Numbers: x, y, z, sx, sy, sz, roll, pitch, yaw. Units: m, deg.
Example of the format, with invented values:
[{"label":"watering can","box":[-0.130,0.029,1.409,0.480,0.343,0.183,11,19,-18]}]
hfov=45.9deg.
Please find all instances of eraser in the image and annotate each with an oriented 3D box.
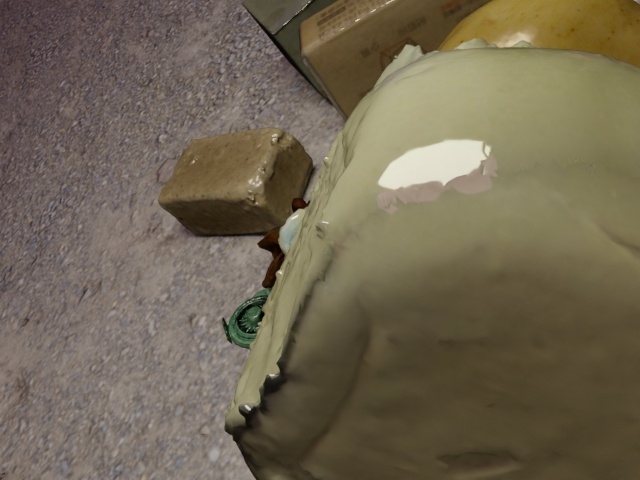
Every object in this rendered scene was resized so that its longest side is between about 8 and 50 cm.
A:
[{"label":"eraser","box":[0.151,-0.261,0.859,0.343,0.144,0.078,-26,41,18]}]

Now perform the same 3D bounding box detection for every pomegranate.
[{"label":"pomegranate","box":[0.190,-0.096,0.625,0.233,0.233,0.233,-22,44,23]}]

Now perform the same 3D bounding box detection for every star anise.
[{"label":"star anise","box":[0.000,-0.001,0.814,0.168,0.057,0.168,-23,42,23]}]

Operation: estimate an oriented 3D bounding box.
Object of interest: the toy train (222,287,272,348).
[{"label":"toy train","box":[0.016,0.119,0.670,0.157,0.105,0.253,-25,42,-1]}]

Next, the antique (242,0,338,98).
[{"label":"antique","box":[0.009,-0.294,1.000,0.152,0.148,0.147,-39,39,5]}]

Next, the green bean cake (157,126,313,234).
[{"label":"green bean cake","box":[-0.106,-0.072,0.943,0.179,0.085,0.109,-1,54,40]}]

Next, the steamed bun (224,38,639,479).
[{"label":"steamed bun","box":[0.120,0.046,0.469,0.334,0.312,0.233,-55,14,39]}]
